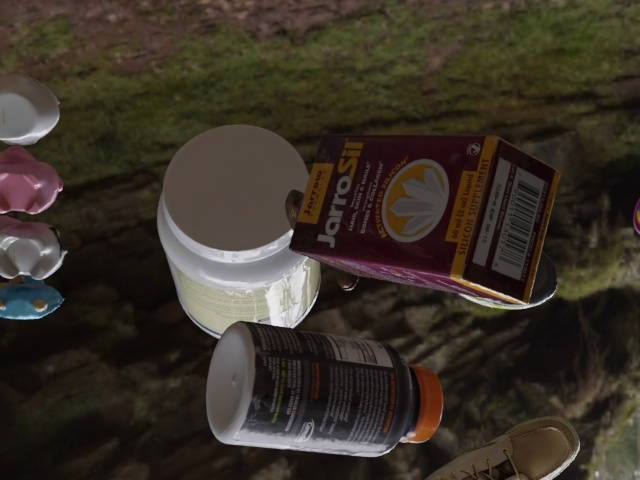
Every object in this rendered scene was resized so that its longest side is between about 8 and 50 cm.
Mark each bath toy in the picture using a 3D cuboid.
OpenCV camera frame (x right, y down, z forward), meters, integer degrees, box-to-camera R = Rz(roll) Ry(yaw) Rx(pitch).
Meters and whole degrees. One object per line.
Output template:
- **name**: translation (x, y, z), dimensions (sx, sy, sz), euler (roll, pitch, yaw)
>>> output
- **bath toy**: translation (-0.424, -0.068, 1.365), dimensions (0.152, 0.348, 0.129), euler (9, -160, 6)

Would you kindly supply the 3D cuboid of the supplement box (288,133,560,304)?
- **supplement box**: translation (0.074, -0.021, 0.734), dimensions (0.081, 0.104, 0.188), euler (21, 172, -40)

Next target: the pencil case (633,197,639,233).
- **pencil case**: translation (0.600, -0.013, 1.553), dimensions (0.236, 0.104, 0.104), euler (22, -175, -40)

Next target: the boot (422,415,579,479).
- **boot**: translation (0.190, 0.279, 1.118), dimensions (0.213, 0.077, 0.165), euler (-32, 166, 24)

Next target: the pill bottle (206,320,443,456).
- **pill bottle**: translation (0.010, 0.167, 1.051), dimensions (0.246, 0.130, 0.130), euler (12, -161, -25)

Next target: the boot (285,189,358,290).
- **boot**: translation (0.000, 0.000, 1.150), dimensions (0.037, 0.114, 0.106), euler (-23, -116, 26)

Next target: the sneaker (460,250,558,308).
- **sneaker**: translation (0.158, -0.009, 1.188), dimensions (0.300, 0.111, 0.121), euler (29, 176, 3)

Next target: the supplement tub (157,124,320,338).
- **supplement tub**: translation (-0.115, -0.003, 1.438), dimensions (0.236, 0.324, 0.235), euler (0, -116, -1)
